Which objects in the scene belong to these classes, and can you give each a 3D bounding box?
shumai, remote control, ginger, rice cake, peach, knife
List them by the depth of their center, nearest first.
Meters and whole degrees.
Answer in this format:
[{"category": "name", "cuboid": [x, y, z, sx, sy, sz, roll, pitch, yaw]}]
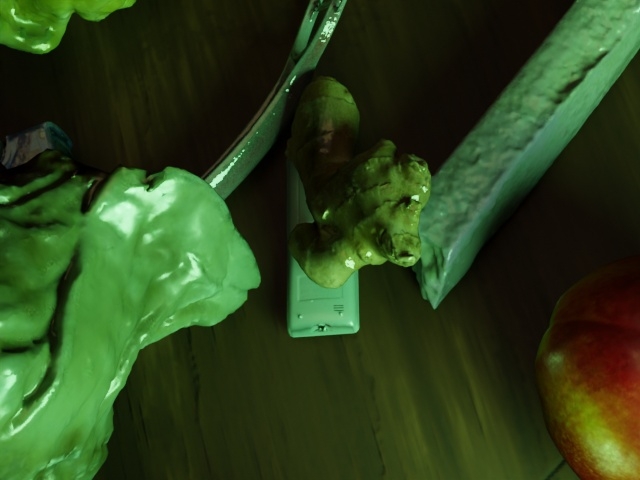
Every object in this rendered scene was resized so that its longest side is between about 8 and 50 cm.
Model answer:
[{"category": "peach", "cuboid": [0.254, 0.101, 0.907, 0.192, 0.190, 0.190, 3, 67, 32]}, {"category": "shumai", "cuboid": [-0.191, 0.048, 0.939, 0.289, 0.330, 0.291, -19, 77, -1]}, {"category": "ginger", "cuboid": [0.029, -0.051, 1.032, 0.133, 0.059, 0.214, -29, 49, 37]}, {"category": "rice cake", "cuboid": [0.188, -0.120, 1.076, 0.064, 0.070, 0.399, 33, 76, 25]}, {"category": "remote control", "cuboid": [0.000, 0.000, 1.081, 0.061, 0.029, 0.162, -6, 64, 10]}, {"category": "knife", "cuboid": [-0.059, -0.100, 1.108, 0.053, 0.123, 0.278, 36, 85, -9]}]

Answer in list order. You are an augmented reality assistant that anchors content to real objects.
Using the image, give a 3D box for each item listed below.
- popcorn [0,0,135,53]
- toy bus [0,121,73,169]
[{"category": "popcorn", "cuboid": [-0.252, -0.302, 1.141, 0.293, 0.237, 0.292, -3, 105, -12]}, {"category": "toy bus", "cuboid": [-0.325, -0.025, 1.131, 0.237, 0.079, 0.094, -19, 82, 2]}]
